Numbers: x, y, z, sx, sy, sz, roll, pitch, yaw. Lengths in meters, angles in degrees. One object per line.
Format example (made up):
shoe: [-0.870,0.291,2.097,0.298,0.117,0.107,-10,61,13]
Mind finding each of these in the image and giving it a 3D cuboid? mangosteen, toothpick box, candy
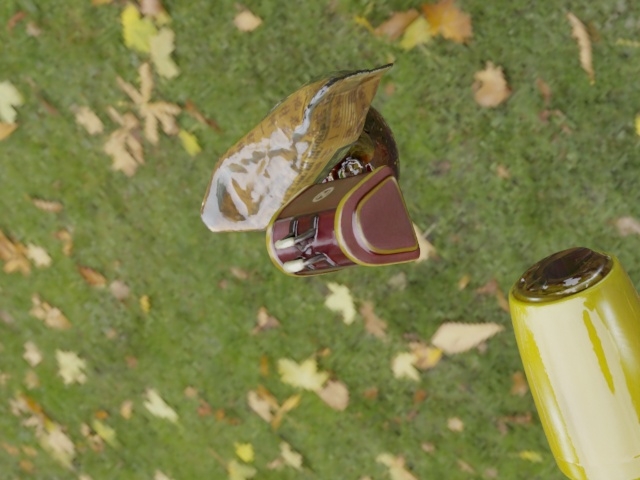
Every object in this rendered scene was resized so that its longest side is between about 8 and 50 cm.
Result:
mangosteen: [0.008,-0.107,1.560,0.216,0.216,0.216,33,151,21]
toothpick box: [0.334,0.149,1.417,0.175,0.175,0.271,1,119,54]
candy: [-0.025,-0.111,1.291,0.101,0.143,0.271,50,133,5]

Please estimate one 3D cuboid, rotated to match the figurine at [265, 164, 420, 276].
figurine: [-0.001,-0.001,0.980,0.154,0.098,0.082,-11,105,54]
